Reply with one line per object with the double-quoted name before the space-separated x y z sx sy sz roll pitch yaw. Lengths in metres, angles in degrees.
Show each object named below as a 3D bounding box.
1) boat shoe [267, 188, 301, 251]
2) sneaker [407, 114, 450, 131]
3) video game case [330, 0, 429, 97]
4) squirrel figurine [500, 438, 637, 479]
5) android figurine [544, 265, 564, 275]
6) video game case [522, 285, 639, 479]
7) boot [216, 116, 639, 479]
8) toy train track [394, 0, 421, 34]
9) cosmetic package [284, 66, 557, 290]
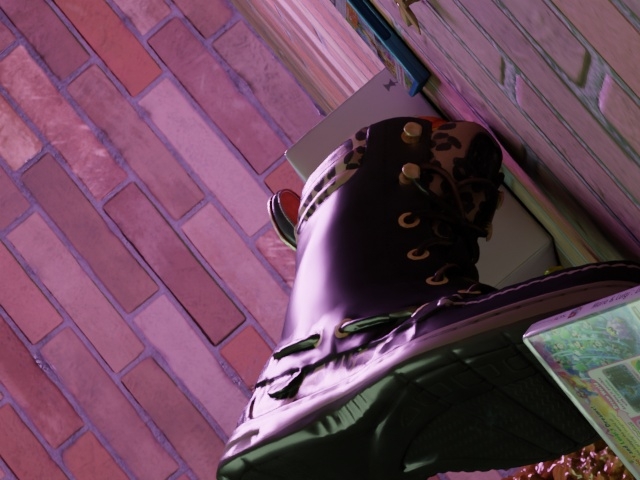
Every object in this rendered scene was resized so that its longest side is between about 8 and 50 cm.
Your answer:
"boat shoe" 0.000 0.000 1.534 0.137 0.049 0.043 54 140 18
"sneaker" 0.065 -0.033 1.355 0.067 0.175 0.064 14 162 45
"video game case" 0.031 -0.192 1.338 0.166 0.015 0.119 50 180 0
"squirrel figurine" 0.326 0.344 1.438 0.397 0.281 0.370 47 175 -13
"android figurine" 0.267 0.121 1.202 0.273 0.056 0.248 48 180 27
"video game case" 0.209 0.093 0.903 0.157 0.019 0.143 50 144 -10
"boot" 0.092 0.028 1.140 0.138 0.377 0.284 36 -135 -26
"toy train track" 0.053 -0.160 1.008 0.048 0.014 0.083 58 178 22
"cosmetic package" 0.104 -0.015 1.511 0.224 0.138 0.224 50 179 18
